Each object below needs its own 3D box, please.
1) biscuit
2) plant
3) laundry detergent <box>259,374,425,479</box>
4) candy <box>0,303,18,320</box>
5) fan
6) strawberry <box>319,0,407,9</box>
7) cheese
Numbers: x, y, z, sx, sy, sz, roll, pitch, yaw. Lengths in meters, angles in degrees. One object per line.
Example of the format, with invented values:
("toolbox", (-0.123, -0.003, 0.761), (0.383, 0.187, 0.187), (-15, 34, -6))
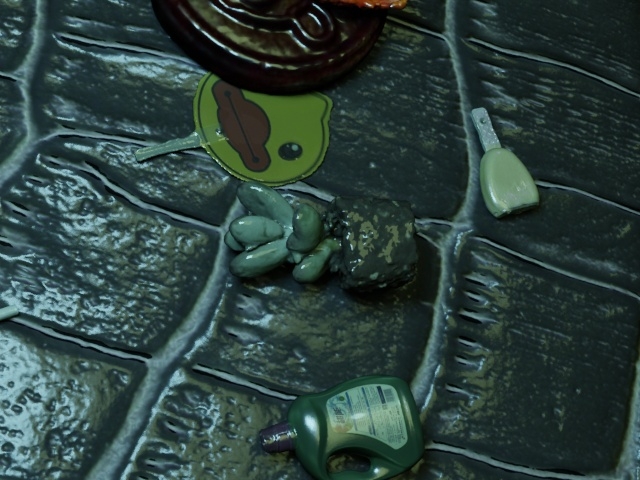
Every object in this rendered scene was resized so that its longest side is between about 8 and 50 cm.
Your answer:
("biscuit", (-0.077, -0.431, 1.399), (0.407, 0.091, 0.408), (6, 67, -15))
("plant", (0.001, 0.002, 1.237), (0.274, 0.149, 0.147), (6, 69, -11))
("laundry detergent", (0.027, 0.269, 1.185), (0.221, 0.078, 0.144), (-10, 77, -19))
("candy", (-0.555, 0.149, 1.068), (0.365, 0.124, 0.124), (-20, 77, -30))
("fan", (-0.129, -0.177, 1.339), (0.334, 0.011, 0.230), (-18, 76, -22))
("strawberry", (0.048, -0.409, 1.350), (0.188, 0.082, 0.121), (20, 87, -21))
("cheese", (0.293, -0.132, 1.425), (0.097, 0.037, 0.192), (-12, 75, -20))
